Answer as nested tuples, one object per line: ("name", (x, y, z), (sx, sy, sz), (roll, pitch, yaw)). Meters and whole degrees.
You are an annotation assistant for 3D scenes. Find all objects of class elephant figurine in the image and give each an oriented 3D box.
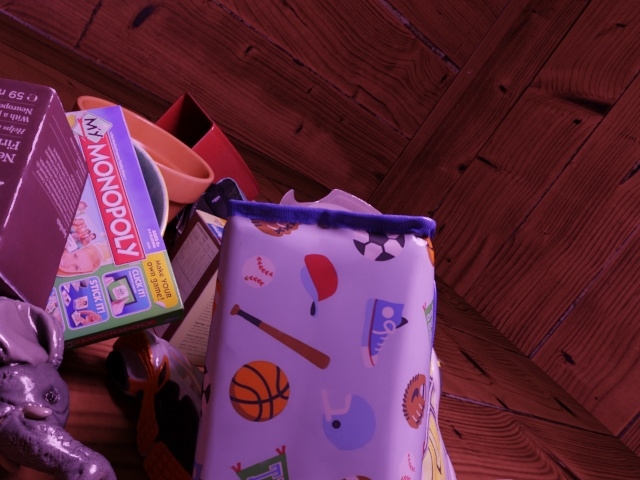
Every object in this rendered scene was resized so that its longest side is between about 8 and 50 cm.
("elephant figurine", (-0.311, 0.136, 0.554), (0.239, 0.169, 0.186), (32, 45, -32))

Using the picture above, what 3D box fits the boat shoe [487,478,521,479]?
("boat shoe", (0.390, 0.496, 1.101), (0.324, 0.123, 0.116), (28, 12, -37))

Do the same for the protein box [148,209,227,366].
("protein box", (-0.155, 0.091, 0.989), (0.200, 0.201, 0.136), (23, 17, -43))

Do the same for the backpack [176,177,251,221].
("backpack", (-0.215, -0.021, 1.358), (0.188, 0.166, 0.144), (51, -12, 37))

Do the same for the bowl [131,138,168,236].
("bowl", (-0.369, -0.016, 0.862), (0.289, 0.289, 0.156), (36, -31, 3))

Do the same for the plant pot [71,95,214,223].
("plant pot", (-0.386, -0.119, 1.179), (0.291, 0.203, 0.291), (33, 11, -7))

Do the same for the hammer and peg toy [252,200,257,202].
("hammer and peg toy", (-0.067, 0.031, 1.646), (0.361, 0.127, 0.266), (22, 17, -46))

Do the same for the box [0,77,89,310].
("box", (-0.369, -0.046, 0.633), (0.169, 0.203, 0.167), (8, -26, -5))

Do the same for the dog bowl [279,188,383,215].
("dog bowl", (0.044, 0.023, 1.380), (0.349, 0.102, 0.348), (21, 35, -16))

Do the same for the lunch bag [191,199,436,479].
("lunch bag", (0.010, 0.155, 0.692), (0.239, 0.327, 0.385), (7, -11, 3))

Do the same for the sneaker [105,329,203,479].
("sneaker", (-0.169, 0.211, 0.754), (0.121, 0.099, 0.262), (32, 13, -47))

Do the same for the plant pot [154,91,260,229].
("plant pot", (-0.309, -0.162, 1.487), (0.236, 0.267, 0.267), (42, 5, -38))

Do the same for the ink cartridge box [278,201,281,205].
("ink cartridge box", (0.000, 0.000, 1.532), (0.189, 0.066, 0.232), (26, 13, -37))

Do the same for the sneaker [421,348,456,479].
("sneaker", (0.111, 0.244, 0.893), (0.147, 0.145, 0.384), (40, 31, -58))

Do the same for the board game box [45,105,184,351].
("board game box", (-0.322, -0.020, 0.761), (0.214, 0.046, 0.317), (-15, 68, -22))

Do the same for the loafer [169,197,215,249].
("loafer", (-0.272, -0.007, 1.218), (0.080, 0.078, 0.220), (56, 23, -33))
